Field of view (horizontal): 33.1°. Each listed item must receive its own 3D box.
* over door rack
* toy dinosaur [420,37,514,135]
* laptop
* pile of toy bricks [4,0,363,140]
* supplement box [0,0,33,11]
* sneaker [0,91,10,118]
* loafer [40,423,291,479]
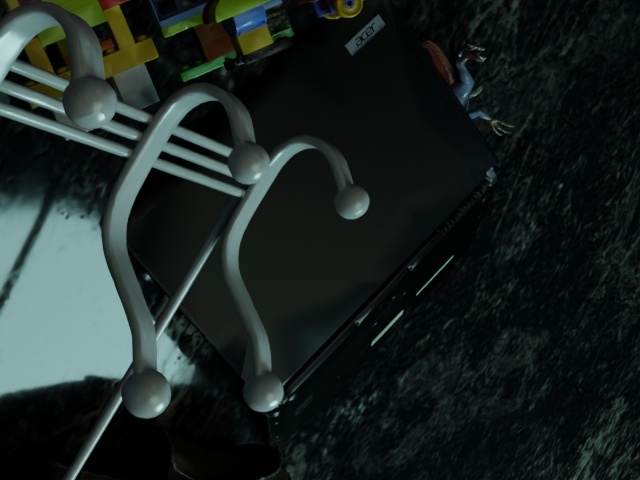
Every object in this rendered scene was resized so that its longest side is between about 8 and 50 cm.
[{"bbox_3d":[-0.131,0.069,0.495,0.324,0.108,0.239,-47,156,12],"label":"over door rack"},{"bbox_3d":[0.095,-0.104,0.780,0.090,0.047,0.082,12,120,-16],"label":"toy dinosaur"},{"bbox_3d":[0.000,0.000,0.754,0.234,0.136,0.264,-44,166,-15],"label":"laptop"},{"bbox_3d":[-0.060,-0.140,0.535,0.212,0.118,0.105,-25,106,-13],"label":"pile of toy bricks"},{"bbox_3d":[-0.140,-0.137,0.444,0.043,0.083,0.055,-39,140,-22],"label":"supplement box"},{"bbox_3d":[-0.251,-0.056,0.348,0.178,0.123,0.295,-54,143,-1],"label":"sneaker"},{"bbox_3d":[-0.095,0.159,0.708,0.220,0.080,0.078,-4,94,-56],"label":"loafer"}]
